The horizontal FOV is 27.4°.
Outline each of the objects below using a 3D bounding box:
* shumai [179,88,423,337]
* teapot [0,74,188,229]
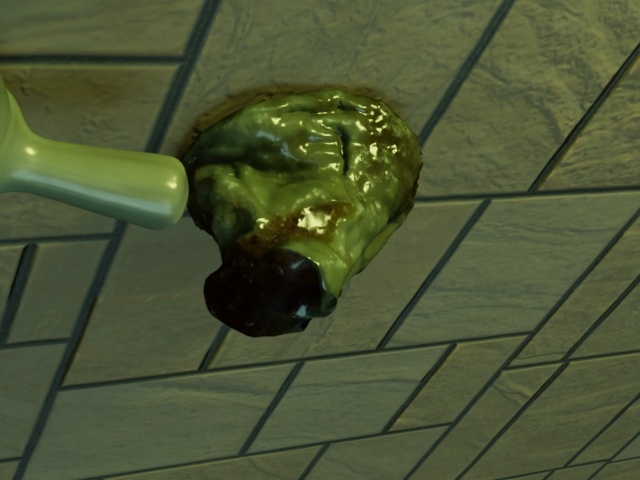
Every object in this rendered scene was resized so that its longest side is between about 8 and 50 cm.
[{"bbox_3d":[0.000,0.000,1.206,0.271,0.204,0.222,-1,145,-39],"label":"shumai"},{"bbox_3d":[-0.268,-0.072,0.959,0.318,0.149,0.220,-16,151,-8],"label":"teapot"}]
